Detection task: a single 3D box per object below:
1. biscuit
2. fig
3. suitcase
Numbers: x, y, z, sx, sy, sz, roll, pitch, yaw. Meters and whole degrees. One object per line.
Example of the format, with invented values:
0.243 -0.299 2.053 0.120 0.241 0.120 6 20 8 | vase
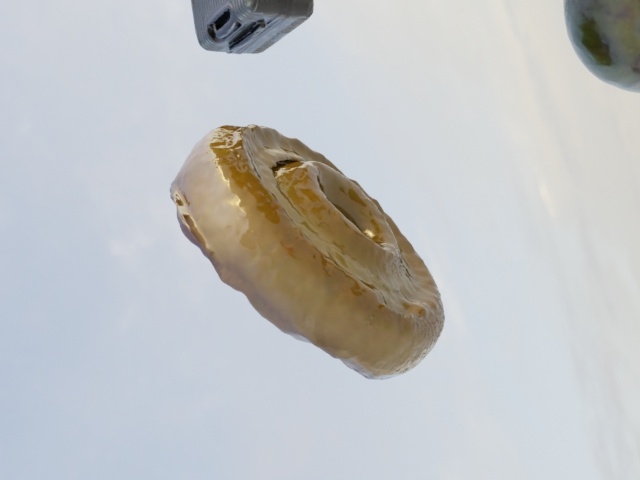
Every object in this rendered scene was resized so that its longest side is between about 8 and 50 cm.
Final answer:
0.000 0.000 1.022 0.296 0.102 0.296 36 -161 -14 | biscuit
0.306 -0.226 0.967 0.181 0.181 0.191 65 -157 -19 | fig
-0.113 -0.444 1.627 0.128 0.202 0.312 -2 -101 -32 | suitcase
